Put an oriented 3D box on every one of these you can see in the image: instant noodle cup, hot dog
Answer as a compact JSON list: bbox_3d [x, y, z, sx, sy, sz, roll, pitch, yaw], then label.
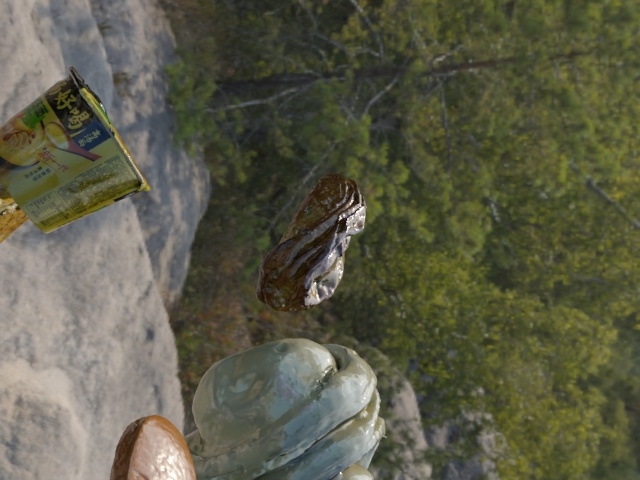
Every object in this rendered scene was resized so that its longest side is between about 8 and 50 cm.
[{"bbox_3d":[-0.266,-0.086,0.772,0.122,0.151,0.151,-33,130,-6],"label":"instant noodle cup"},{"bbox_3d":[0.002,0.002,1.168,0.259,0.114,0.175,-56,166,-45],"label":"hot dog"}]

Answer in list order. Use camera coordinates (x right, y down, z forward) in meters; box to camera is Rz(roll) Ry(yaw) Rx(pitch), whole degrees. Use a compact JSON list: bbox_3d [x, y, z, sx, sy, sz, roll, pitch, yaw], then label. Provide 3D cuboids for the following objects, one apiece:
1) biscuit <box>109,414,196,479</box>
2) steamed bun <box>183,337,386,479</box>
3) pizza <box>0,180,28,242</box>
[{"bbox_3d":[-0.113,0.259,0.655,0.192,0.036,0.186,48,22,-39],"label":"biscuit"},{"bbox_3d":[-0.046,0.333,1.144,0.339,0.247,0.352,18,120,-42],"label":"steamed bun"},{"bbox_3d":[-0.473,0.021,0.854,0.087,0.268,0.258,52,26,2],"label":"pizza"}]
